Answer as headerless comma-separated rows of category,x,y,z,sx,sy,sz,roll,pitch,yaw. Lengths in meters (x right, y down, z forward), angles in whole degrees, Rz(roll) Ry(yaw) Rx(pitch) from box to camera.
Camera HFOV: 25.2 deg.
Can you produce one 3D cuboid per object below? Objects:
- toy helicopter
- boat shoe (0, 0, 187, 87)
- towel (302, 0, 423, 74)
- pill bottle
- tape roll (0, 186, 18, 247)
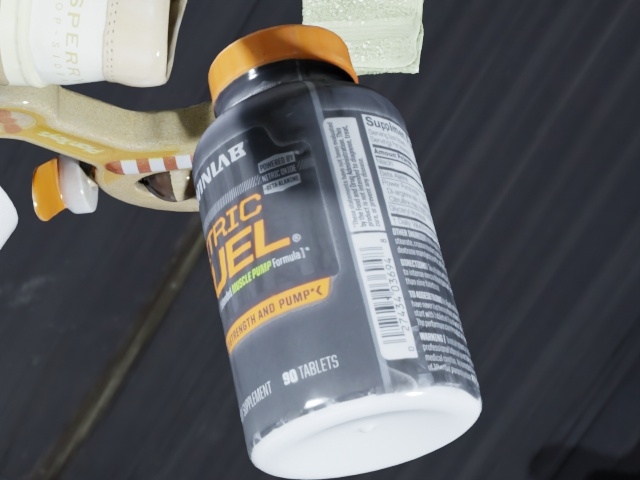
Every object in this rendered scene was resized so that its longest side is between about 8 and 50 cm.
toy helicopter,-0.177,-0.081,1.192,0.235,0.140,0.355,-11,-16,32
boat shoe,-0.077,-0.172,0.719,0.098,0.109,0.302,10,40,6
towel,0.048,-0.246,1.689,0.148,0.110,0.027,-1,-16,13
pill bottle,0.000,0.000,0.811,0.130,0.130,0.245,14,53,-45
tape roll,-0.506,-0.098,1.541,0.392,0.072,0.392,28,-19,10
